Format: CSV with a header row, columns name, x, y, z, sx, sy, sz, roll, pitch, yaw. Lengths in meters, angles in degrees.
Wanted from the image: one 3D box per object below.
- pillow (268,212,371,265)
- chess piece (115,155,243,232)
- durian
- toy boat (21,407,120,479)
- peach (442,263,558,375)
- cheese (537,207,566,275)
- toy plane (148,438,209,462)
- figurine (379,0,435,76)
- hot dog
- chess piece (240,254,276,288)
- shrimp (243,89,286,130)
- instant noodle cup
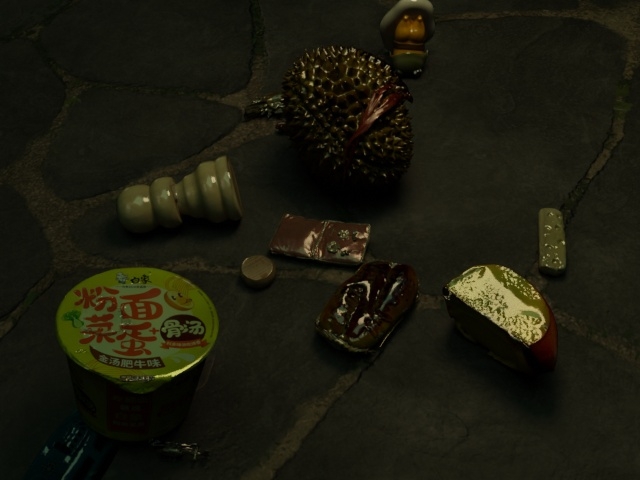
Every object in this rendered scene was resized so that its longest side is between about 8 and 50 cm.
name,x,y,z,sx,sy,sz,roll,pitch,yaw
pillow,0.000,0.000,1.823,0.232,0.043,0.126,8,50,12
chess piece,-0.350,-0.095,1.871,0.299,0.167,0.167,-15,49,-1
durian,0.073,-0.296,1.877,0.347,0.347,0.384,-27,81,-19
toy boat,-0.494,0.425,1.450,0.134,0.092,0.299,13,51,18
peach,0.397,0.163,1.576,0.267,0.159,0.154,35,70,31
cheese,0.544,0.001,1.789,0.065,0.043,0.194,5,49,10
toy plane,-0.275,0.407,1.478,0.120,0.049,0.031,13,49,-8
figurine,0.253,-0.573,2.210,0.166,0.250,0.141,2,68,1
hot dog,0.104,0.138,1.671,0.162,0.082,0.270,26,56,26
chess piece,-0.145,0.072,1.772,0.083,0.038,0.084,0,48,0
shrimp,-0.084,-0.359,2.142,0.253,0.058,0.173,-17,58,-14
instant noodle cup,-0.357,0.233,1.482,0.311,0.221,0.311,8,37,-6
